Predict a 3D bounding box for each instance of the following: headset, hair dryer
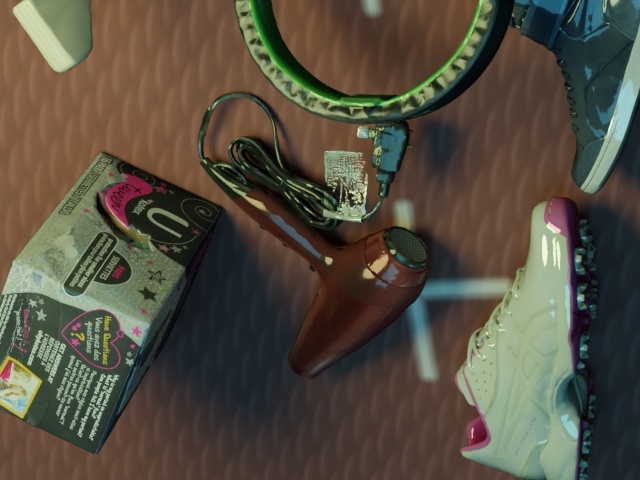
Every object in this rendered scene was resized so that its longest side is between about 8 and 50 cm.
[{"bbox_3d":[0.034,-0.294,1.415,0.243,0.185,0.394,3,95,22],"label":"headset"},{"bbox_3d":[0.000,0.000,1.660,0.223,0.080,0.294,9,113,27],"label":"hair dryer"}]

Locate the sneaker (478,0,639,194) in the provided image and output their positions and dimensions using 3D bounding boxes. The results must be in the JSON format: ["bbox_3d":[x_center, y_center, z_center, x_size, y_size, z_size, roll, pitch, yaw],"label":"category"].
[{"bbox_3d":[0.211,-0.160,1.506,0.163,0.086,0.226,18,121,8],"label":"sneaker"}]

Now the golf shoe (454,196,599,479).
[{"bbox_3d":[0.193,0.101,1.626,0.140,0.115,0.306,5,115,15],"label":"golf shoe"}]

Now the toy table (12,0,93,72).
[{"bbox_3d":[-0.245,-0.286,1.475,0.252,0.161,0.274,47,134,-4],"label":"toy table"}]

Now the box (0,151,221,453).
[{"bbox_3d":[-0.207,0.053,1.620,0.142,0.247,0.163,25,119,-1],"label":"box"}]
